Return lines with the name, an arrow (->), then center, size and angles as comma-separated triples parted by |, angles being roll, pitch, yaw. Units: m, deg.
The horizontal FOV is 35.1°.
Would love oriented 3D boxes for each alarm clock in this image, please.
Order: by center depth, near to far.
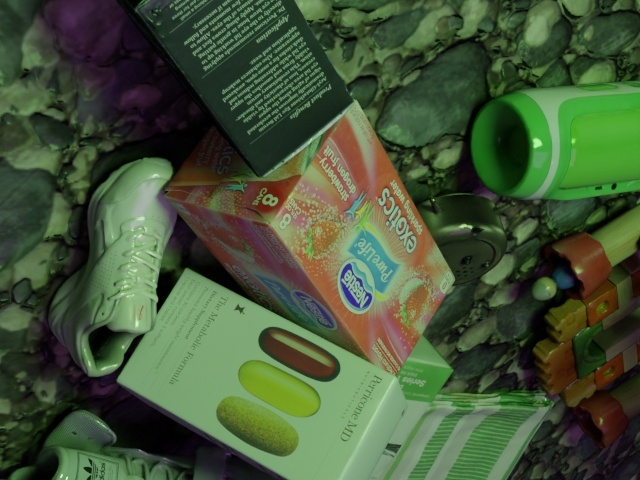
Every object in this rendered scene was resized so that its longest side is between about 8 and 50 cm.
alarm clock -> 0.146, 0.016, 1.193 | 0.129, 0.064, 0.192 | 1, 148, -19

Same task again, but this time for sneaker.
sneaker -> -0.180, 0.033, 0.969 | 0.090, 0.115, 0.232 | 6, 120, -37
sneaker -> -0.171, 0.278, 1.088 | 0.366, 0.137, 0.210 | -17, 135, 17

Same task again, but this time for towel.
towel -> 0.180, 0.323, 1.496 | 0.325, 0.038, 0.248 | 5, 121, -36

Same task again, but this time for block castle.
block castle -> 0.453, 0.196, 1.389 | 0.213, 0.303, 0.453 | -31, 134, -9

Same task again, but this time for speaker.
speaker -> 0.324, -0.120, 1.180 | 0.296, 0.131, 0.131 | -8, 128, -29

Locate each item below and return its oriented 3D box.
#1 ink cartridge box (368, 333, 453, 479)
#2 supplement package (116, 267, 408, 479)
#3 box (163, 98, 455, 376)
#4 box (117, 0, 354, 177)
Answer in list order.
ink cartridge box -> 0.031, 0.182, 1.196 | 0.093, 0.160, 0.219 | 16, 113, -40
supplement package -> -0.053, 0.154, 1.017 | 0.139, 0.244, 0.134 | -60, 161, -14
box -> 0.000, 0.000, 1.012 | 0.154, 0.142, 0.300 | -56, 139, -21
box -> -0.086, -0.179, 0.841 | 0.108, 0.153, 0.207 | -39, 137, -2
